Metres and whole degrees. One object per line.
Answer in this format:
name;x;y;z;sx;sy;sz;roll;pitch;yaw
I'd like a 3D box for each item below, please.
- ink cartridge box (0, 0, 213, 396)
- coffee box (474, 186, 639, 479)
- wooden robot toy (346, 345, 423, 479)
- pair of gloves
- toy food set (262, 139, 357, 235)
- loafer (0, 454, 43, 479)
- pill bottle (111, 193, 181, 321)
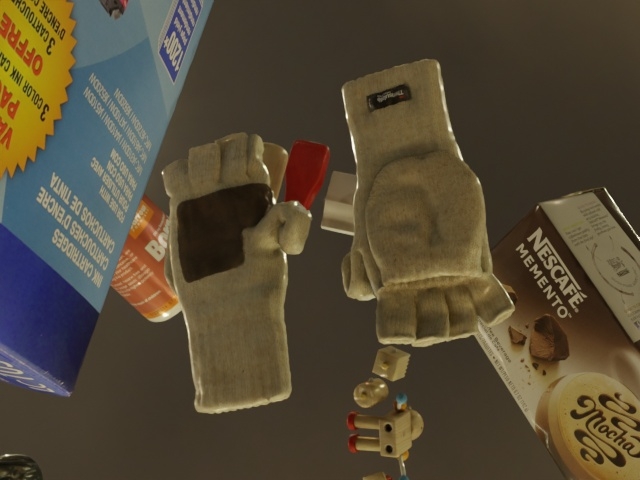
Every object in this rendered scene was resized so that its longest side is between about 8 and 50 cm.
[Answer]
ink cartridge box;-0.191;-0.090;0.594;0.151;0.270;0.396;14;-107;15
coffee box;0.282;0.117;1.148;0.118;0.168;0.297;-12;-117;-41
wooden robot toy;0.080;0.199;1.278;0.076;0.173;0.079;3;-172;33
pair of gloves;0.000;0.000;0.807;0.240;0.042;0.204;-21;-112;14
toy food set;-0.004;-0.035;1.233;0.232;0.111;0.105;12;-107;8
loafer;-0.401;0.266;1.183;0.223;0.076;0.078;-15;-163;-18
pill bottle;-0.257;-0.001;1.528;0.121;0.216;0.121;-35;-155;19
